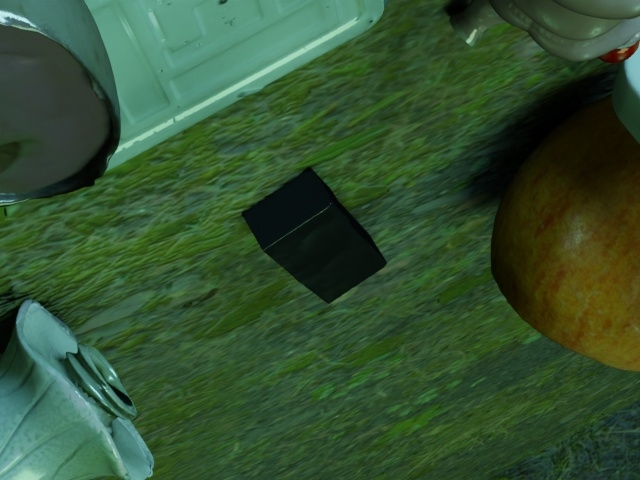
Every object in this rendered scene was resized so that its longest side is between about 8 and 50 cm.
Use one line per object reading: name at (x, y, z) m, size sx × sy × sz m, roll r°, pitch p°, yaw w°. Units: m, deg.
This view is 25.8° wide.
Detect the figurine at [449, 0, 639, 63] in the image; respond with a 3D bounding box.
figurine at (0.207, -0.228, 1.059) m, size 0.186 × 0.176 × 0.287 m, roll -43°, pitch 168°, yaw -19°

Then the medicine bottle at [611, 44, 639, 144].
medicine bottle at (0.369, -0.122, 1.221) m, size 0.179 × 0.324 × 0.124 m, roll -30°, pitch 158°, yaw -11°

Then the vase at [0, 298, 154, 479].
vase at (-0.361, 0.244, 1.193) m, size 0.445 × 0.250 × 0.250 m, roll -35°, pitch 157°, yaw -2°

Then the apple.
apple at (0.339, -0.018, 1.462) m, size 0.299 × 0.299 × 0.275 m, roll -10°, pitch 134°, yaw -42°

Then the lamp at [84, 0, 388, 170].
lamp at (-0.086, -0.167, 0.915) m, size 0.269 × 0.047 × 0.266 m, roll -29°, pitch 157°, yaw -4°

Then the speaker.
speaker at (0.000, 0.000, 1.371) m, size 0.082 × 0.044 × 0.218 m, roll -34°, pitch 158°, yaw 6°

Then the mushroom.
mushroom at (-0.182, -0.100, 0.746) m, size 0.141 × 0.117 × 0.188 m, roll -6°, pitch 150°, yaw 14°
